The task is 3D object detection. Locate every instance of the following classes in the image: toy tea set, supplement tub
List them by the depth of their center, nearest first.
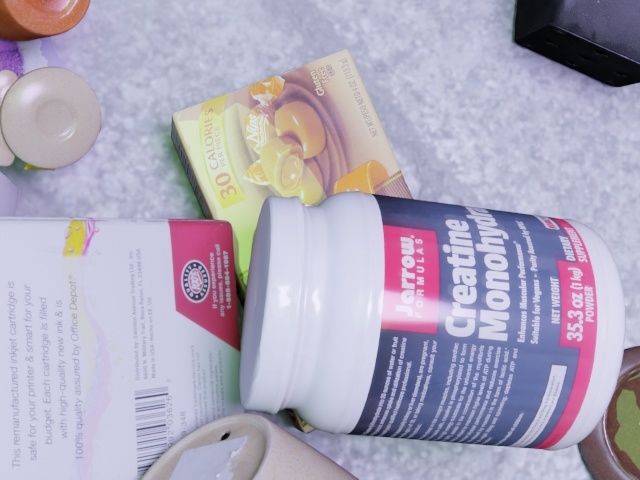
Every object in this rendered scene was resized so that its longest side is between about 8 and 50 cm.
[{"bbox_3d":[-0.336,-0.171,0.715,0.336,0.124,0.200,4,103,-37],"label":"toy tea set"},{"bbox_3d":[0.081,0.063,0.718,0.272,0.191,0.191,7,82,-10],"label":"supplement tub"}]

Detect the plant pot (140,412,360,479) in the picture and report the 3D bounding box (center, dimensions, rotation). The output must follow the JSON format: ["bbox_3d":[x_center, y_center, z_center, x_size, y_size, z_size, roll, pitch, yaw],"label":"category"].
[{"bbox_3d":[-0.023,0.275,0.689,0.256,0.256,0.274,-37,112,-11],"label":"plant pot"}]

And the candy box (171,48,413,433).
[{"bbox_3d":[0.000,0.000,0.854,0.182,0.087,0.317,-22,88,-11],"label":"candy box"}]

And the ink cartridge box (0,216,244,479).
[{"bbox_3d":[-0.218,0.096,0.715,0.306,0.131,0.226,1,85,-41],"label":"ink cartridge box"}]

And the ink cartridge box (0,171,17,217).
[{"bbox_3d":[-0.372,0.049,0.783,0.171,0.100,0.237,5,82,-8],"label":"ink cartridge box"}]

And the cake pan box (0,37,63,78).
[{"bbox_3d":[-0.387,-0.230,0.787,0.245,0.070,0.267,-18,85,-38],"label":"cake pan box"}]

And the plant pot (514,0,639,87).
[{"bbox_3d":[0.298,-0.257,0.896,0.188,0.187,0.167,22,93,-6],"label":"plant pot"}]

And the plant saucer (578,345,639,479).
[{"bbox_3d":[0.344,0.188,0.902,0.168,0.029,0.169,0,77,0],"label":"plant saucer"}]
